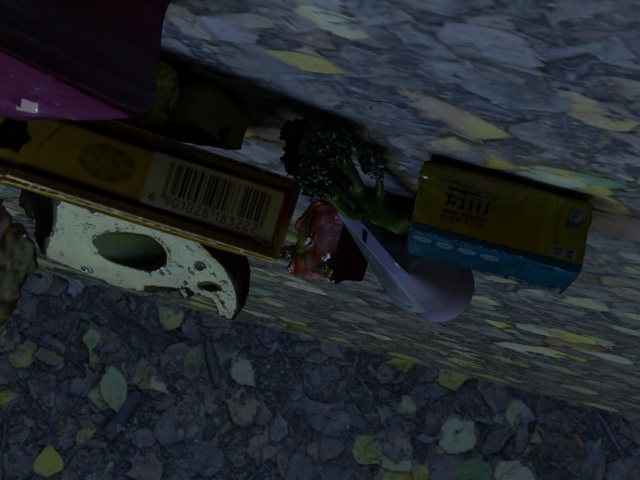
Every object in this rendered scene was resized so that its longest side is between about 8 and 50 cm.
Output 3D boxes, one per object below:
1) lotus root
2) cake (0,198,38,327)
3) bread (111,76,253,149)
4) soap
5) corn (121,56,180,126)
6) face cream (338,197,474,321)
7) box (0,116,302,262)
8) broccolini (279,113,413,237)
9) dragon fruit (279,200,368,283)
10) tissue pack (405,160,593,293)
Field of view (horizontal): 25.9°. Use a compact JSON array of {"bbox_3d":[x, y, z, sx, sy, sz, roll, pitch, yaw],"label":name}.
[{"bbox_3d":[-0.229,-0.026,1.815,0.314,0.142,0.210,15,-152,-22],"label":"lotus root"},{"bbox_3d":[-0.563,-0.008,1.686,0.314,0.293,0.307,25,165,28],"label":"cake"},{"bbox_3d":[-0.181,-0.132,1.352,0.226,0.049,0.088,10,169,34],"label":"bread"},{"bbox_3d":[-0.279,-0.190,0.977,0.220,0.127,0.325,4,164,42],"label":"soap"},{"bbox_3d":[-0.224,-0.156,1.237,0.203,0.072,0.072,18,170,-4],"label":"corn"},{"bbox_3d":[0.093,0.018,1.612,0.154,0.096,0.274,52,-172,29],"label":"face cream"},{"bbox_3d":[-0.191,-0.065,1.283,0.302,0.084,0.193,17,178,-19],"label":"box"},{"bbox_3d":[0.077,-0.049,1.434,0.074,0.078,0.392,-2,170,29],"label":"broccolini"},{"bbox_3d":[0.000,0.000,1.675,0.096,0.102,0.147,15,175,17],"label":"dragon fruit"},{"bbox_3d":[0.171,-0.014,1.350,0.169,0.082,0.120,15,169,5],"label":"tissue pack"}]
